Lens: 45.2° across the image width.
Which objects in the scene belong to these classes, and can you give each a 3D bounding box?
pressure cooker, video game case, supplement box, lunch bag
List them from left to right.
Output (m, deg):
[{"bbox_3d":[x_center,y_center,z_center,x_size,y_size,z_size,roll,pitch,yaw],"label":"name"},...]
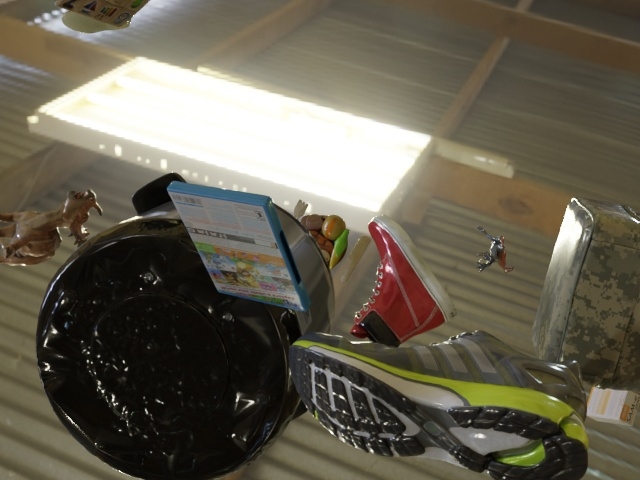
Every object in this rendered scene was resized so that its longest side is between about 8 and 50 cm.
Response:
[{"bbox_3d":[-0.163,0.117,1.144,0.376,0.369,0.420,16,-165,6],"label":"pressure cooker"},{"bbox_3d":[-0.083,0.009,0.809,0.119,0.166,0.015,10,-129,26],"label":"video game case"},{"bbox_3d":[0.566,0.321,1.490,0.036,0.098,0.062,29,-105,-16],"label":"supplement box"},{"bbox_3d":[0.515,0.100,1.276,0.256,0.305,0.212,12,-164,5],"label":"lunch bag"}]

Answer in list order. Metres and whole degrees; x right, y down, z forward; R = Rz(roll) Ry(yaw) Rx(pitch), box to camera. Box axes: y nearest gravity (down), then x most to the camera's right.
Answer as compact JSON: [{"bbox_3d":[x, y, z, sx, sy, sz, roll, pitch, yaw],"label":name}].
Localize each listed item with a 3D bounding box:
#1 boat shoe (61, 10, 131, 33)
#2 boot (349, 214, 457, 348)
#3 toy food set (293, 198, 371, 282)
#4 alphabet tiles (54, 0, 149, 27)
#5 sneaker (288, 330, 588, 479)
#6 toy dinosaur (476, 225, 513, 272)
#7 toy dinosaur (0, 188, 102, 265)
[{"bbox_3d":[-0.437,-0.437,1.503,0.133,0.049,0.042,-3,-133,-2],"label":"boat shoe"},{"bbox_3d":[0.104,0.078,1.366,0.176,0.088,0.244,-30,-122,-2],"label":"boot"},{"bbox_3d":[0.000,0.000,1.678,0.192,0.132,0.038,29,-177,20],"label":"toy food set"},{"bbox_3d":[-0.295,-0.397,1.115,0.009,0.198,0.237,58,-161,9],"label":"alphabet tiles"},{"bbox_3d":[0.109,0.141,0.739,0.300,0.111,0.121,12,-147,23],"label":"sneaker"},{"bbox_3d":[0.264,0.020,1.152,0.090,0.047,0.082,34,-137,28],"label":"toy dinosaur"},{"bbox_3d":[-0.596,-0.001,1.635,0.200,0.296,0.127,-1,-106,-37],"label":"toy dinosaur"}]
